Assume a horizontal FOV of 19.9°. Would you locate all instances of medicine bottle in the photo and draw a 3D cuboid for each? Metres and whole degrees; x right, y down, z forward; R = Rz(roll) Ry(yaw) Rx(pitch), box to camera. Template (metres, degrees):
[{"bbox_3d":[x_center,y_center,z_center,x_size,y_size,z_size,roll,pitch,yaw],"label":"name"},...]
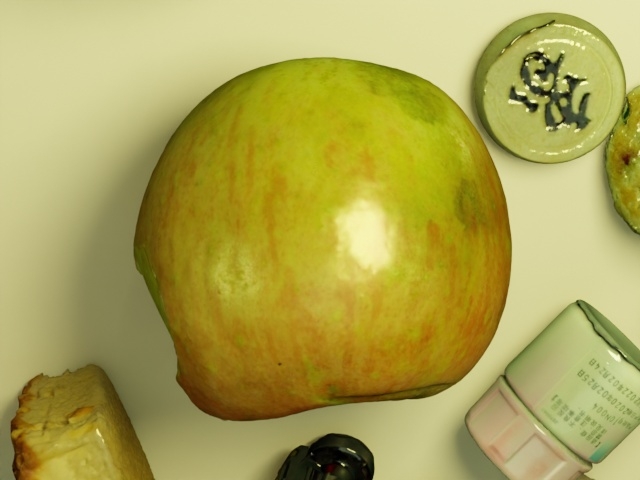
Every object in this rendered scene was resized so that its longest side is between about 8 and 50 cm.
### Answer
[{"bbox_3d":[0.238,0.158,1.776,0.135,0.135,0.168,42,100,-14],"label":"medicine bottle"}]

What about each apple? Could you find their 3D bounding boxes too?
[{"bbox_3d":[0.000,0.000,1.617,0.339,0.339,0.340,-1,107,-3],"label":"apple"}]

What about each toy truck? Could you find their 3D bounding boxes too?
[{"bbox_3d":[0.032,0.314,1.819,0.224,0.147,0.165,33,125,-10],"label":"toy truck"}]

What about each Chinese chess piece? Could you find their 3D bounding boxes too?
[{"bbox_3d":[0.217,-0.143,1.720,0.144,0.058,0.144,-1,107,-3],"label":"Chinese chess piece"}]

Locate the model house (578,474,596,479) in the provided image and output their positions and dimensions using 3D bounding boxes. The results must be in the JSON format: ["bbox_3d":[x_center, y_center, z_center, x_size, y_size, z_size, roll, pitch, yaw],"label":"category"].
[{"bbox_3d":[0.256,0.297,1.838,0.087,0.100,0.101,31,102,-12],"label":"model house"}]

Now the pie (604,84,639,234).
[{"bbox_3d":[0.354,-0.080,1.707,0.187,0.041,0.187,-6,77,29],"label":"pie"}]

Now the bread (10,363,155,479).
[{"bbox_3d":[-0.207,0.274,1.761,0.114,0.185,0.275,-20,108,-1],"label":"bread"}]
